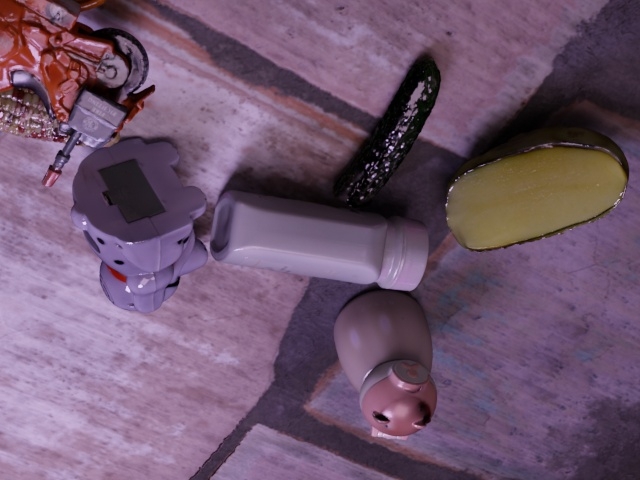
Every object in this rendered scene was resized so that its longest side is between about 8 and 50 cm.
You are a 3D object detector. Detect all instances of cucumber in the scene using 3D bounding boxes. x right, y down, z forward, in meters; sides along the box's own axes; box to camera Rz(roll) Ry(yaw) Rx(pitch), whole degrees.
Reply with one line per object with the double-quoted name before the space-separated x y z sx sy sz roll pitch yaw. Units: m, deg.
"cucumber" 0.105 -0.150 2.091 0.067 0.067 0.245 22 121 -25

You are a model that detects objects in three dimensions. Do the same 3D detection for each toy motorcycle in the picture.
"toy motorcycle" -0.377 -0.215 1.841 0.325 0.148 0.221 29 113 -16

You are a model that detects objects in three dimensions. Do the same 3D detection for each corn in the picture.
"corn" -0.383 -0.177 1.962 0.253 0.086 0.086 10 126 -16

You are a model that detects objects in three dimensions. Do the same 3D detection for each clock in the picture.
"clock" -0.249 0.006 2.095 0.188 0.189 0.254 -8 142 -5

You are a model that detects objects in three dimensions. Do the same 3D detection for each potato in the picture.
"potato" 0.306 -0.094 2.143 0.271 0.111 0.160 -19 123 22

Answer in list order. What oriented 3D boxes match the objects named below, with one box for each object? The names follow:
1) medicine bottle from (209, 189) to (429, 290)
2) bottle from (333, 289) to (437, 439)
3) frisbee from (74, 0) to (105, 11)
"medicine bottle" 0.000 0.000 2.131 0.296 0.161 0.111 10 88 -16
"bottle" 0.107 0.199 2.258 0.147 0.236 0.148 -5 128 -6
"frisbee" -0.317 -0.376 1.836 0.192 0.035 0.192 -2 113 -4
